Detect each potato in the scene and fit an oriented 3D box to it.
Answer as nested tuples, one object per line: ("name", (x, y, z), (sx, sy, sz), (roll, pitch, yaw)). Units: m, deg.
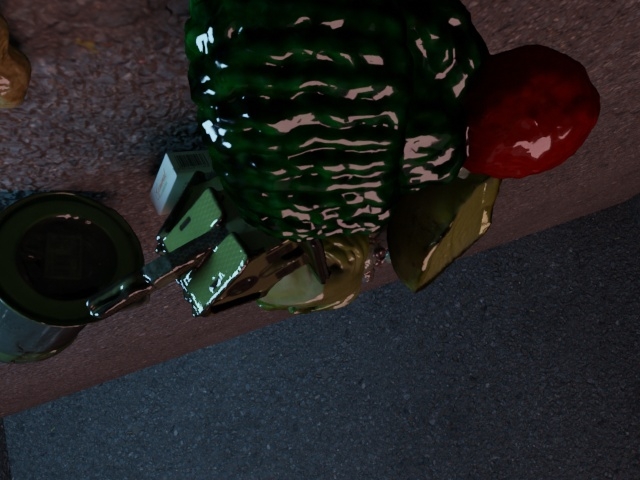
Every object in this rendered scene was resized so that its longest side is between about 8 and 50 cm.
("potato", (0.272, -0.084, 1.138), (0.330, 0.213, 0.280), (-35, 149, -31))

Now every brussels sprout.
("brussels sprout", (-0.042, 0.037, 1.004), (0.328, 0.247, 0.328), (-13, -177, 1))

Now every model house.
("model house", (-0.156, 0.025, 0.641), (0.279, 0.204, 0.218), (-33, 159, -6))

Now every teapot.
("teapot", (-0.424, 0.085, 0.781), (0.271, 0.200, 0.337), (8, 153, -40))

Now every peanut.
("peanut", (-0.279, -0.156, 0.399), (0.054, 0.053, 0.113), (-14, 164, -20))

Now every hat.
("hat", (0.069, -0.134, 0.427), (0.333, 0.242, 0.274), (-2, 149, 3))

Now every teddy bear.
("teddy bear", (0.139, 0.026, 1.375), (0.267, 0.151, 0.235), (-9, 131, -18))

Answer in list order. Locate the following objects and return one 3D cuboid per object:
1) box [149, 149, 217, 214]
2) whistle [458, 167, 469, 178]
("box", (-0.171, -0.093, 0.722), (0.152, 0.048, 0.100), (-18, 161, -42))
("whistle", (0.272, -0.175, 0.928), (0.253, 0.101, 0.106), (-13, 167, -32))
